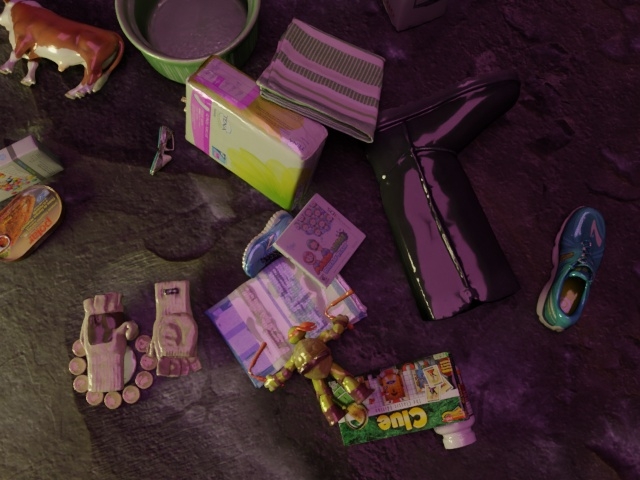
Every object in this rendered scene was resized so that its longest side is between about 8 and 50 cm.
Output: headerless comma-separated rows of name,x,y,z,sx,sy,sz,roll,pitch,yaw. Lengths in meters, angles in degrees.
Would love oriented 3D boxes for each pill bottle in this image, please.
pill bottle,0.257,0.333,1.371,0.086,0.086,0.152,-16,79,-3

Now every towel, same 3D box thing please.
towel,-0.071,0.149,1.434,0.285,0.034,0.209,-35,80,-6
towel,0.014,-0.342,1.412,0.248,0.038,0.324,23,40,-8

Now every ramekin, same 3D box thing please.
ramekin,-0.276,-0.491,1.491,0.304,0.148,0.303,0,77,0

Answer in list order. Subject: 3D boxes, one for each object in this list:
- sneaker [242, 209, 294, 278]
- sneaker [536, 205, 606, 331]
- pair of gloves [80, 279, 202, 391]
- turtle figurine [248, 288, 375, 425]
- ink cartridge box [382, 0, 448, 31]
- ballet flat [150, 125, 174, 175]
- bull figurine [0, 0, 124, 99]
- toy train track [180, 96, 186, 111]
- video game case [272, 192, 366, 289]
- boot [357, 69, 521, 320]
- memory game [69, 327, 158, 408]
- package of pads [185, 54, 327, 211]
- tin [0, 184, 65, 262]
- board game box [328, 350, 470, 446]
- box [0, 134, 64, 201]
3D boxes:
sneaker,-0.101,0.014,1.435,0.073,0.063,0.162,33,81,23
sneaker,0.535,0.058,1.410,0.107,0.110,0.275,18,79,4
pair of gloves,-0.372,0.196,1.409,0.240,0.042,0.204,-12,76,-5
turtle figurine,0.007,0.237,1.351,0.269,0.087,0.217,-38,80,-5
ink cartridge box,0.195,-0.626,1.440,0.131,0.306,0.226,-20,80,-4
ballet flat,-0.343,-0.195,1.498,0.041,0.041,0.114,10,80,2
bull figurine,-0.596,-0.430,1.512,0.311,0.101,0.188,16,84,5
toy train track,-0.283,-0.326,1.533,0.048,0.014,0.083,25,80,5
video game case,0.000,0.000,1.431,0.143,0.019,0.157,41,63,-5
boot,0.311,-0.090,1.416,0.367,0.146,0.445,-21,76,6
memory game,-0.430,0.257,1.425,0.186,0.012,0.186,0,79,-1
package of pads,-0.138,-0.218,1.398,0.297,0.229,0.101,35,63,5
tin,-0.632,-0.035,1.469,0.106,0.040,0.189,43,82,11
board game box,0.151,0.315,1.355,0.260,0.030,0.136,-19,81,21
box,-0.653,-0.142,1.433,0.186,0.145,0.038,-27,79,-5
